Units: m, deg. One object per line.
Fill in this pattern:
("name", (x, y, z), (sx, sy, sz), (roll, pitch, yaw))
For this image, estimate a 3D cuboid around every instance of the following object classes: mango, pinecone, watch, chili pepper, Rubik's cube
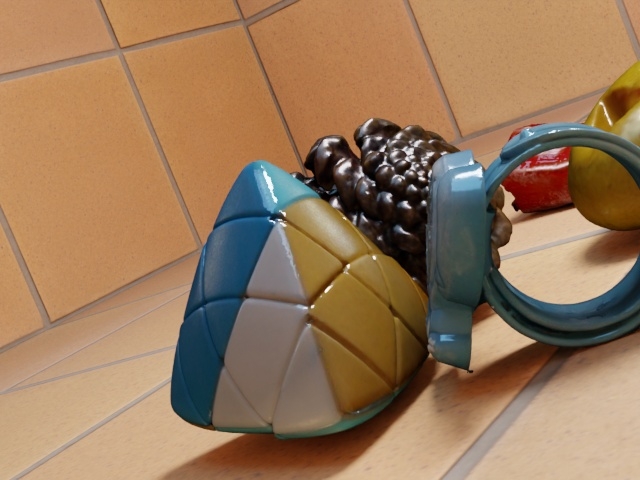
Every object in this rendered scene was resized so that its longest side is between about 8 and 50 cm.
("mango", (0.415, -0.122, 1.129), (0.365, 0.182, 0.253), (-36, 13, -21))
("pinecone", (0.058, 0.000, 1.114), (0.244, 0.244, 0.309), (-25, -9, -28))
("watch", (0.181, 0.003, 0.843), (0.193, 0.211, 0.211), (0, 9, 6))
("chili pepper", (0.371, -0.110, 1.468), (0.144, 0.136, 0.252), (8, -8, -41))
("Rubik's cube", (-0.032, 0.109, 0.882), (0.254, 0.255, 0.254), (-22, 6, 2))
